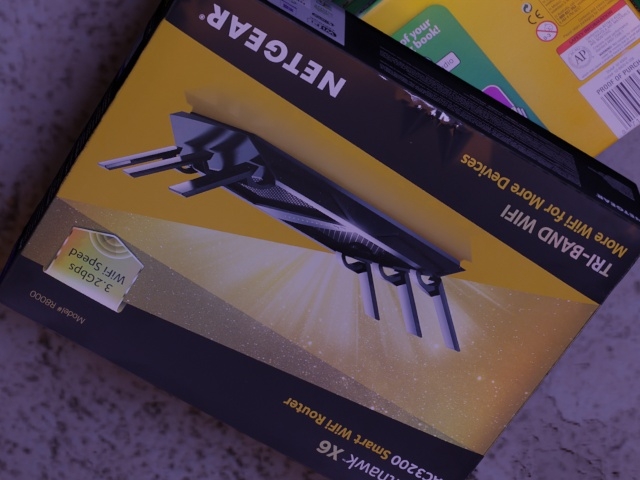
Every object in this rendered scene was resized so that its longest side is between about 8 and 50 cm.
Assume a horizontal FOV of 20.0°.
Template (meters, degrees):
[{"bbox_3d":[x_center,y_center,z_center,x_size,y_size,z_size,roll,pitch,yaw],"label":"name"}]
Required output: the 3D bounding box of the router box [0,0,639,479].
[{"bbox_3d":[0.000,0.000,1.078,0.309,0.081,0.243,29,113,-12],"label":"router box"}]

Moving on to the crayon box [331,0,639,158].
[{"bbox_3d":[0.069,-0.087,1.128,0.278,0.081,0.165,-37,109,15],"label":"crayon box"}]
